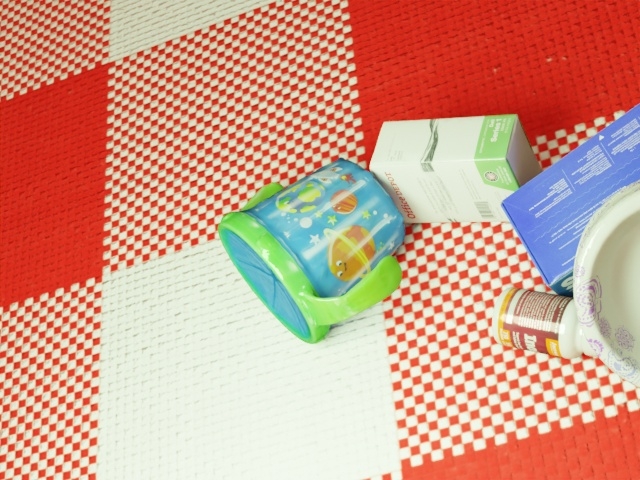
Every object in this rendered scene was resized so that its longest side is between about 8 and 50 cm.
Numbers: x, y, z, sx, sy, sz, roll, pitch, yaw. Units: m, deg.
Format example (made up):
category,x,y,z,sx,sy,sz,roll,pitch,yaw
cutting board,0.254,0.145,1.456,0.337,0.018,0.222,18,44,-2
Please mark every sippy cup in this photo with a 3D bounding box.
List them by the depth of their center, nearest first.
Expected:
category,x,y,z,sx,sy,sz,roll,pitch,yaw
sippy cup,0.000,0.000,2.065,0.224,0.240,0.305,-39,73,-15

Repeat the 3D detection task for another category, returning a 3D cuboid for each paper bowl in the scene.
category,x,y,z,sx,sy,sz,roll,pitch,yaw
paper bowl,0.471,0.051,1.767,0.284,0.284,0.148,-23,7,12

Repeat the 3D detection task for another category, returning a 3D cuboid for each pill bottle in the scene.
category,x,y,z,sx,sy,sz,roll,pitch,yaw
pill bottle,0.323,0.117,1.891,0.152,0.086,0.086,10,64,33

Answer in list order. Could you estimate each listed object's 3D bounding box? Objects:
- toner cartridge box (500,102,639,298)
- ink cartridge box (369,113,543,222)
category,x,y,z,sx,sy,sz,roll,pitch,yaw
toner cartridge box,0.439,-0.081,1.904,0.348,0.075,0.165,-36,54,16
ink cartridge box,0.207,-0.105,2.052,0.219,0.160,0.093,0,56,27
